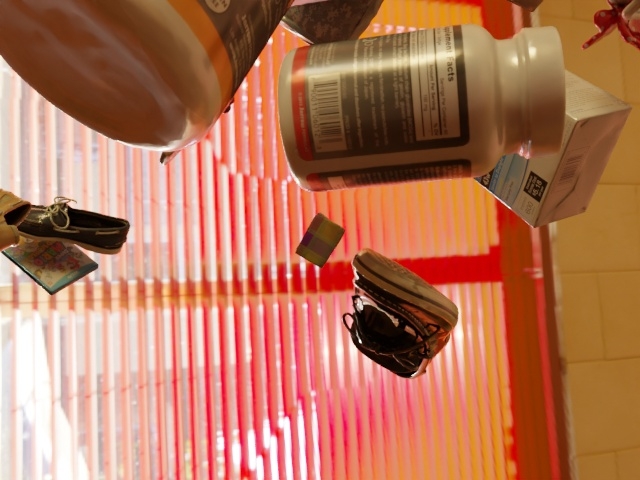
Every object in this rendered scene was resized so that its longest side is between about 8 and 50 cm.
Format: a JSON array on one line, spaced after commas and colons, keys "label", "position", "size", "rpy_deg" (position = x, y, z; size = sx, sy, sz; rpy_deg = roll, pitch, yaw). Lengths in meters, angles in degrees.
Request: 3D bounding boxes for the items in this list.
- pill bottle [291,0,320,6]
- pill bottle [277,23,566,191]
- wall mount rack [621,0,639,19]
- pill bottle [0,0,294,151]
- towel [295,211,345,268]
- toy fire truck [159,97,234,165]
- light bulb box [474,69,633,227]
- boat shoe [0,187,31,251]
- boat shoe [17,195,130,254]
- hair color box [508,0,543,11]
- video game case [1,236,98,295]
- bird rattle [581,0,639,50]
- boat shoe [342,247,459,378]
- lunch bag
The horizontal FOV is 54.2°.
[{"label": "pill bottle", "position": [-0.022, -0.546, 1.126], "size": [0.224, 0.392, 0.224], "rpy_deg": [-2, 90, -73]}, {"label": "pill bottle", "position": [0.138, -0.185, 0.877], "size": [0.210, 0.363, 0.210], "rpy_deg": [-4, 90, -78]}, {"label": "wall mount rack", "position": [0.427, -0.440, 0.713], "size": [0.304, 0.130, 0.350], "rpy_deg": [-42, -106, 48]}, {"label": "pill bottle", "position": [-0.083, -0.210, 0.420], "size": [0.278, 0.162, 0.162], "rpy_deg": [-64, -171, -25]}, {"label": "towel", "position": [0.000, 0.000, 1.080], "size": [0.083, 0.060, 0.009], "rpy_deg": [-60, 176, 8]}, {"label": "toy fire truck", "position": [-0.176, -0.251, 0.907], "size": [0.217, 0.158, 0.246], "rpy_deg": [105, -23, -77]}, {"label": "light bulb box", "position": [0.627, -0.295, 1.818], "size": [0.361, 0.225, 0.358], "rpy_deg": [50, -36, 41]}, {"label": "boat shoe", "position": [-0.425, -0.010, 0.804], "size": [0.190, 0.072, 0.068], "rpy_deg": [-92, -162, -53]}, {"label": "boat shoe", "position": [-0.515, -0.039, 1.258], "size": [0.079, 0.254, 0.095], "rpy_deg": [-59, -155, 28]}, {"label": "hair color box", "position": [0.093, -0.378, 0.563], "size": [0.185, 0.374, 0.113], "rpy_deg": [133, -24, -66]}, {"label": "video game case", "position": [-0.559, 0.032, 1.282], "size": [0.166, 0.119, 0.015], "rpy_deg": [36, -50, 13]}, {"label": "bird rattle", "position": [0.473, -0.420, 0.946], "size": [0.207, 0.253, 0.143], "rpy_deg": [-56, -145, -10]}, {"label": "boat shoe", "position": [0.140, 0.154, 1.136], "size": [0.187, 0.156, 0.500], "rpy_deg": [34, -10, 22]}, {"label": "lunch bag", "position": [0.022, -0.533, 1.340], "size": [0.287, 0.169, 0.235], "rpy_deg": [43, -76, 30]}]
